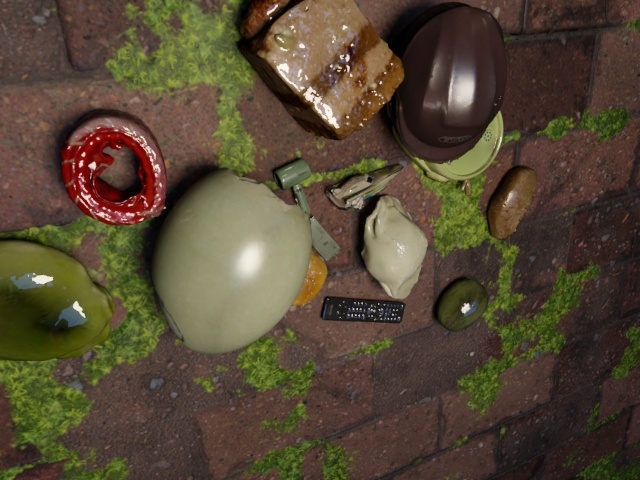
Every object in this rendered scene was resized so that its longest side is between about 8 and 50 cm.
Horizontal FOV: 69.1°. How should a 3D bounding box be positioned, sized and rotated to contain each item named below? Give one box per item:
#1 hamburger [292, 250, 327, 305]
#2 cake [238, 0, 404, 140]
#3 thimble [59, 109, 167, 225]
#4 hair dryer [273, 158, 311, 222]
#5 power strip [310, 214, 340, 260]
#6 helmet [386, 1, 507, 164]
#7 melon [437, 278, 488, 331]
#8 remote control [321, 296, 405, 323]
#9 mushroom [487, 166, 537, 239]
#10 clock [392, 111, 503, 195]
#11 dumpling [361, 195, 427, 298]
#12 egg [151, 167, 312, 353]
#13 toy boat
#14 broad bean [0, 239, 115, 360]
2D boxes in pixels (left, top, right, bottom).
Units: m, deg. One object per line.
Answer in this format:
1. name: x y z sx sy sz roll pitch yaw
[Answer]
1. hamburger: -0.062 0.078 1.043 0.147 0.083 0.138 29 99 -27
2. cake: -0.015 -0.348 0.841 0.196 0.199 0.293 -45 120 -1
3. thimble: -0.355 -0.126 0.804 0.163 0.125 0.190 -19 116 -14
4. hair dryer: -0.042 -0.095 1.001 0.071 0.047 0.150 -27 115 -15
5. power strip: 0.000 0.000 1.077 0.051 0.019 0.136 -46 121 -5
6. helmet: 0.256 -0.308 0.893 0.224 0.177 0.306 -9 92 -11
7. melon: 0.391 0.173 1.270 0.167 0.114 0.114 -46 121 0
8. remote control: 0.114 0.179 1.195 0.245 0.025 0.063 8 104 -27
9. mushroom: 0.508 -0.106 1.244 0.094 0.072 0.210 24 98 -21
10. clock: 0.327 -0.244 1.094 0.235 0.096 0.308 -48 122 -3
11. dumpling: 0.185 0.007 1.106 0.193 0.147 0.258 -43 120 -41
12. egg: -0.171 0.048 0.866 0.278 0.278 0.336 27 95 -30
13. toy boat: 0.110 -0.128 1.054 0.210 0.084 0.066 -30 124 -23
14. broad bean: -0.518 0.113 0.823 0.290 0.119 0.238 15 111 -26
